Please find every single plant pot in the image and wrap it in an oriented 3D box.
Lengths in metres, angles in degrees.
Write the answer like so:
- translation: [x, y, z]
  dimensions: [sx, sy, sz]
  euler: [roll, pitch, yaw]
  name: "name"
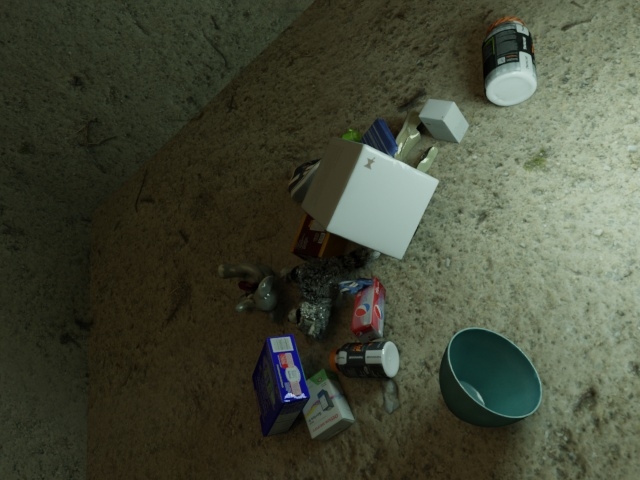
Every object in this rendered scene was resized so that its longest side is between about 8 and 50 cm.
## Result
- translation: [0.476, 0.439, 1.428]
  dimensions: [0.195, 0.290, 0.290]
  euler: [111, 147, -41]
  name: "plant pot"

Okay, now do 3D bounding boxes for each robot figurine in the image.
- translation: [0.150, -0.498, 2.323]
  dimensions: [0.115, 0.067, 0.101]
  euler: [-12, 47, 34]
  name: "robot figurine"

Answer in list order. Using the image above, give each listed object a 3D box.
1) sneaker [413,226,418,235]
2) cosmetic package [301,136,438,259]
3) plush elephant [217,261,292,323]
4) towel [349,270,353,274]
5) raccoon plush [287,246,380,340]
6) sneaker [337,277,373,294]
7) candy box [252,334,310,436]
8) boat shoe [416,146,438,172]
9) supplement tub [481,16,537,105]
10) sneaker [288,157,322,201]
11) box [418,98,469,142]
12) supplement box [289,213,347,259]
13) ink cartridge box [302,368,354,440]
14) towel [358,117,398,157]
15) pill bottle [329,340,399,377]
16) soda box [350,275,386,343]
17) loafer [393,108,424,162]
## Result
- translation: [0.333, -0.110, 1.959]
  dimensions: [0.124, 0.107, 0.283]
  euler: [-15, 55, 56]
  name: "sneaker"
- translation: [0.168, -0.176, 1.826]
  dimensions: [0.327, 0.329, 0.393]
  euler: [-65, 20, 8]
  name: "cosmetic package"
- translation: [-0.280, 0.239, 2.124]
  dimensions: [0.330, 0.272, 0.255]
  euler: [-14, 28, 6]
  name: "plush elephant"
- translation: [0.108, 0.142, 2.043]
  dimensions: [0.060, 0.009, 0.083]
  euler: [29, 87, 44]
  name: "towel"
- translation: [0.061, 0.214, 1.916]
  dimensions: [0.446, 0.216, 0.299]
  euler: [-27, 66, 21]
  name: "raccoon plush"
- translation: [0.138, 0.178, 1.840]
  dimensions: [0.144, 0.053, 0.059]
  euler: [-9, 86, 22]
  name: "sneaker"
- translation: [-0.164, 0.566, 1.847]
  dimensions: [0.317, 0.122, 0.268]
  euler: [115, 146, -43]
  name: "candy box"
- translation: [0.447, -0.338, 2.014]
  dimensions: [0.133, 0.049, 0.042]
  euler: [-58, 17, 7]
  name: "boat shoe"
- translation: [0.741, -0.711, 1.875]
  dimensions: [0.193, 0.193, 0.316]
  euler: [-12, 60, 34]
  name: "supplement tub"
- translation: [-0.042, -0.341, 2.351]
  dimensions: [0.321, 0.126, 0.127]
  euler: [-37, 54, 19]
  name: "sneaker"
- translation: [0.509, -0.492, 1.957]
  dimensions: [0.130, 0.170, 0.091]
  euler: [26, 84, 43]
  name: "box"
- translation: [0.000, 0.000, 2.125]
  dimensions: [0.194, 0.129, 0.191]
  euler: [9, 73, 42]
  name: "supplement box"
- translation: [0.015, 0.621, 1.795]
  dimensions: [0.154, 0.093, 0.212]
  euler: [-39, 49, 15]
  name: "ink cartridge box"
- translation: [0.214, -0.363, 2.150]
  dimensions: [0.336, 0.040, 0.243]
  euler: [-51, 40, 33]
  name: "towel"
- translation: [0.155, 0.441, 1.754]
  dimensions: [0.246, 0.130, 0.130]
  euler: [-11, 60, 34]
  name: "pill bottle"
- translation: [0.185, 0.258, 1.795]
  dimensions: [0.092, 0.083, 0.263]
  euler: [-26, 27, 26]
  name: "soda box"
- translation: [0.391, -0.448, 2.077]
  dimensions: [0.092, 0.102, 0.268]
  euler: [18, 84, 22]
  name: "loafer"
